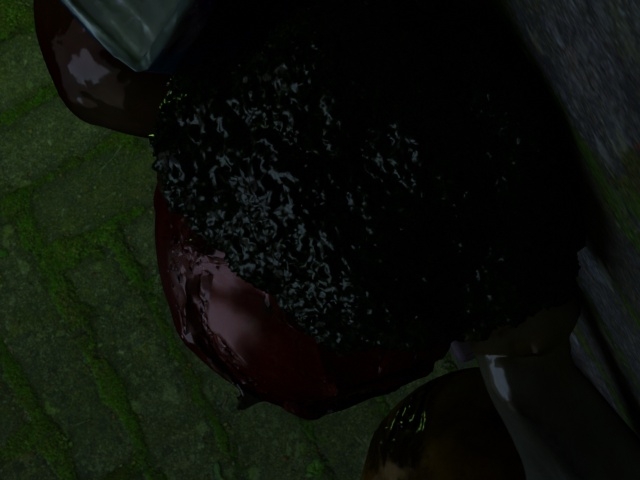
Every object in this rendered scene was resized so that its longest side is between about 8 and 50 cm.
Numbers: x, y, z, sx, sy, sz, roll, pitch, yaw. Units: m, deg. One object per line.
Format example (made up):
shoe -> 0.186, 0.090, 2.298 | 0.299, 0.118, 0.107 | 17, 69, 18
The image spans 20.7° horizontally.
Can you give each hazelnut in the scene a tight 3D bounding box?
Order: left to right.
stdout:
hazelnut -> -0.140, -0.271, 1.980 | 0.366, 0.366, 0.366 | 61, 179, 2

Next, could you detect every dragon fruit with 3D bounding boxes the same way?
dragon fruit -> 0.000, 0.000, 1.544 | 0.295, 0.295, 0.302 | 65, -174, -74

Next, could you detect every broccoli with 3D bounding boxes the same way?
broccoli -> 0.043, -0.056, 1.292 | 0.283, 0.303, 0.321 | -71, -36, -48

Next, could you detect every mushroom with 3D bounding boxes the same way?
mushroom -> 0.218, 0.189, 1.579 | 0.122, 0.159, 0.329 | -67, -43, -61

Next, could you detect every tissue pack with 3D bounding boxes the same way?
tissue pack -> -0.085, -0.227, 1.371 | 0.198, 0.146, 0.263 | 46, -152, 22

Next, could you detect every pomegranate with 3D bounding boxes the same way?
pomegranate -> 0.183, 0.289, 1.845 | 0.322, 0.322, 0.322 | 61, 179, 2

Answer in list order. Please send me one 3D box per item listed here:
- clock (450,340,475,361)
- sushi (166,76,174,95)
clock -> 0.108, -0.026, 2.111 | 0.322, 0.113, 0.295 | 60, 180, -40
sushi -> 0.007, -0.084, 1.781 | 0.343, 0.182, 0.196 | 38, -167, -3
